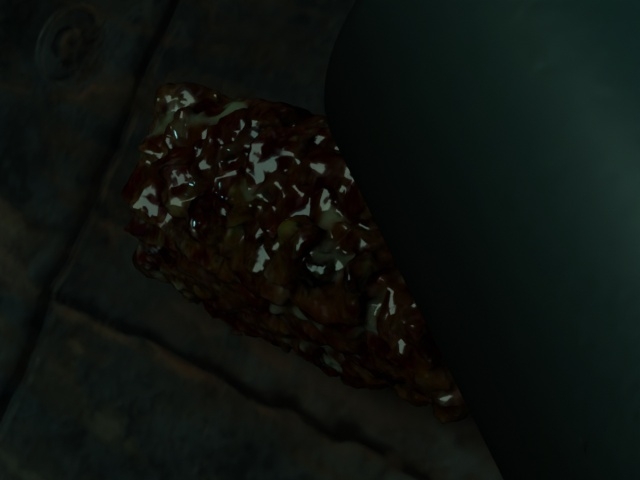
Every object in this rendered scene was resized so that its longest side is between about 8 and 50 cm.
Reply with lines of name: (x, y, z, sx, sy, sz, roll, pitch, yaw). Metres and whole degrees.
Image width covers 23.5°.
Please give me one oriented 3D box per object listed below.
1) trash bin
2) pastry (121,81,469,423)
trash bin: (0.149, 0.045, 0.459, 0.214, 0.214, 0.334, -38, 60, 21)
pastry: (-0.001, -0.001, 0.666, 0.208, 0.115, 0.097, 21, 76, 41)
